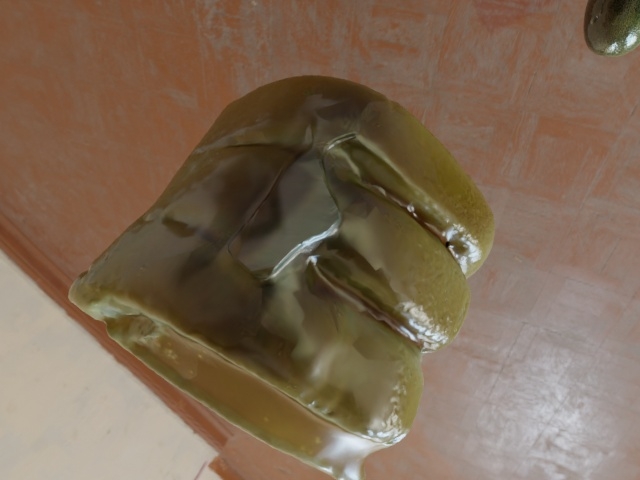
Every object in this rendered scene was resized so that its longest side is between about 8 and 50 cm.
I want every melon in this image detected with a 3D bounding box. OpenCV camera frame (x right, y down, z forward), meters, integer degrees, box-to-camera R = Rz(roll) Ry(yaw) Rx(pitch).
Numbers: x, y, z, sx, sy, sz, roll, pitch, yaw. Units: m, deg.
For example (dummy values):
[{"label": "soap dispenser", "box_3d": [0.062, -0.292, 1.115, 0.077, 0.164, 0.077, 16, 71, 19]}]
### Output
[{"label": "melon", "box_3d": [0.447, -0.352, 0.740, 0.099, 0.099, 0.162, 14, 133, 17]}]

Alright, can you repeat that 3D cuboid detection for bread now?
[{"label": "bread", "box_3d": [0.000, 0.000, 0.450, 0.300, 0.341, 0.210, 35, 159, 6]}]
